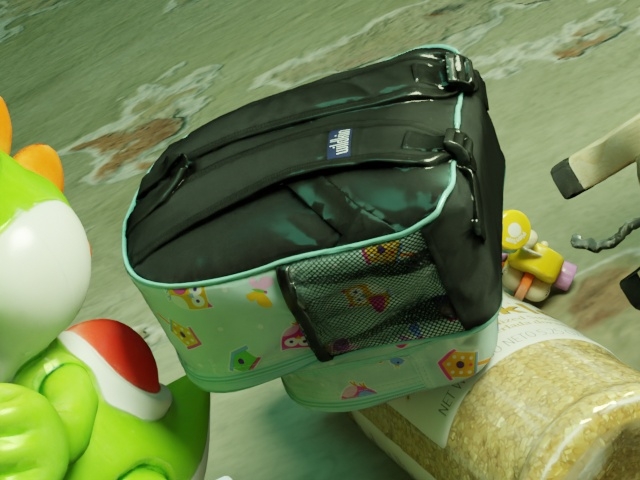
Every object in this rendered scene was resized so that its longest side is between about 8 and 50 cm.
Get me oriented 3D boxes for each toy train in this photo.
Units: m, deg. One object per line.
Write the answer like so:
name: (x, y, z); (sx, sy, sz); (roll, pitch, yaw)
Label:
toy train: (0.097, 0.007, 1.168); (0.125, 0.166, 0.046); (19, 80, 30)

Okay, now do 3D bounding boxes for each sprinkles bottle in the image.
sprinkles bottle: (0.084, 0.083, 0.982); (0.121, 0.121, 0.355); (-28, 23, -13)

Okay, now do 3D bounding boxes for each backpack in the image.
backpack: (0.000, 0.000, 0.906); (0.188, 0.144, 0.166); (-10, 39, 13)

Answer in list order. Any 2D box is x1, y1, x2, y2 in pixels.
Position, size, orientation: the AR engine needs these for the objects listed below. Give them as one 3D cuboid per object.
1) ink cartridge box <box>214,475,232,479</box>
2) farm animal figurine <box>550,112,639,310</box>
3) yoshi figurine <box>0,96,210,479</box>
ink cartridge box: (-0.139, 0.245, 0.736); (0.311, 0.186, 0.065); (-26, 25, -8)
farm animal figurine: (0.248, -0.095, 0.926); (0.172, 0.330, 0.327); (-35, 12, 49)
yoshi figurine: (-0.171, 0.099, 0.865); (0.203, 0.362, 0.203); (-19, 23, 6)
